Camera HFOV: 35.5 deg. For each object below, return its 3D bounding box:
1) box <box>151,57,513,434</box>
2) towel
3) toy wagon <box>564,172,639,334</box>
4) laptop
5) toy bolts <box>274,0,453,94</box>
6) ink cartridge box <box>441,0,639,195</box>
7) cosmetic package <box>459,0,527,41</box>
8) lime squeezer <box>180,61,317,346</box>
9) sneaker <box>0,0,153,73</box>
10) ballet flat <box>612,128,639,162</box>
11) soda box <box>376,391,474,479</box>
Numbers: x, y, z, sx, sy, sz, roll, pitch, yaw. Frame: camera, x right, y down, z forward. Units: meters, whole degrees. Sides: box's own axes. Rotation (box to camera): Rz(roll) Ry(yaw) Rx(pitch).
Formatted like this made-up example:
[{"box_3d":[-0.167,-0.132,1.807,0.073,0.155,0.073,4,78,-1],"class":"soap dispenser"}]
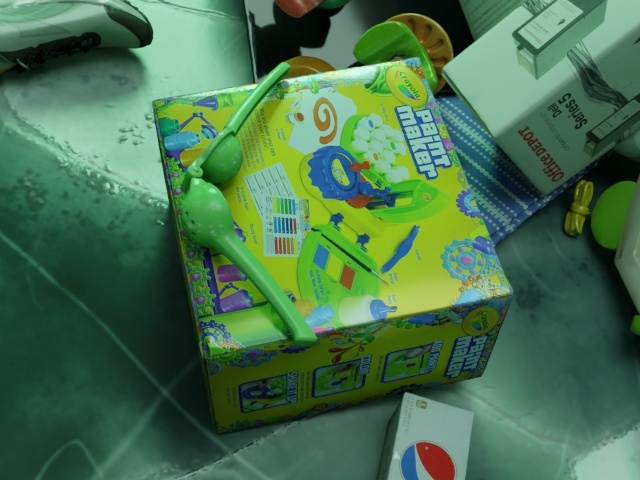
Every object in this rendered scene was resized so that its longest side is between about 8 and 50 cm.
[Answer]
[{"box_3d":[0.000,0.000,0.989,0.279,0.177,0.290,-10,58,-8],"class":"box"},{"box_3d":[0.193,-0.120,1.231,0.336,0.040,0.243,-34,66,-32],"class":"towel"},{"box_3d":[0.411,-0.017,1.064,0.068,0.344,0.267,19,86,-32],"class":"toy wagon"},{"box_3d":[0.053,-0.362,1.361,0.381,0.237,0.408,-5,25,-16],"class":"laptop"},{"box_3d":[0.025,-0.243,1.174,0.229,0.218,0.158,61,23,-8],"class":"toy bolts"},{"box_3d":[0.295,-0.195,1.080,0.272,0.198,0.115,-38,59,14],"class":"ink cartridge box"},{"box_3d":[0.253,-0.407,1.224,0.196,0.155,0.366,-18,85,-19],"class":"cosmetic package"},{"box_3d":[-0.069,-0.053,0.883,0.109,0.059,0.311,-3,56,-4],"class":"lime squeezer"},{"box_3d":[-0.333,-0.241,1.173,0.271,0.100,0.108,0,79,-16],"class":"sneaker"},{"box_3d":[0.468,-0.209,1.298,0.139,0.139,0.400,27,47,7],"class":"ballet flat"},{"box_3d":[0.085,0.254,0.917,0.073,0.069,0.216,16,54,-1],"class":"soda box"}]
